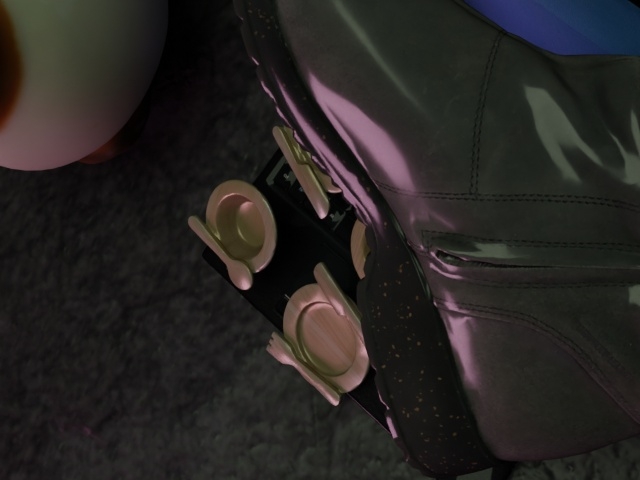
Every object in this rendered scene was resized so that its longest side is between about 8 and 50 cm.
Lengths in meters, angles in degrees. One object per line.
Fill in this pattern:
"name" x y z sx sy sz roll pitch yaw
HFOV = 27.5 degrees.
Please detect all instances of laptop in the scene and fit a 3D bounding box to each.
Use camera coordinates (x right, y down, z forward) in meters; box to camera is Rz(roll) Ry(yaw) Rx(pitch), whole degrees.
"laptop" 0.057 -0.033 0.677 0.234 0.136 0.264 42 101 26

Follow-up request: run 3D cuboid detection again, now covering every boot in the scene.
"boot" 0.106 -0.062 0.552 0.223 0.118 0.338 -13 107 30

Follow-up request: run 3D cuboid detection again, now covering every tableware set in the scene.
"tableware set" 0.000 0.000 0.714 0.141 0.020 0.168 53 131 17

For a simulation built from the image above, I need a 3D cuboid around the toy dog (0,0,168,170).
"toy dog" -0.138 -0.239 0.761 0.395 0.284 0.407 26 95 9
